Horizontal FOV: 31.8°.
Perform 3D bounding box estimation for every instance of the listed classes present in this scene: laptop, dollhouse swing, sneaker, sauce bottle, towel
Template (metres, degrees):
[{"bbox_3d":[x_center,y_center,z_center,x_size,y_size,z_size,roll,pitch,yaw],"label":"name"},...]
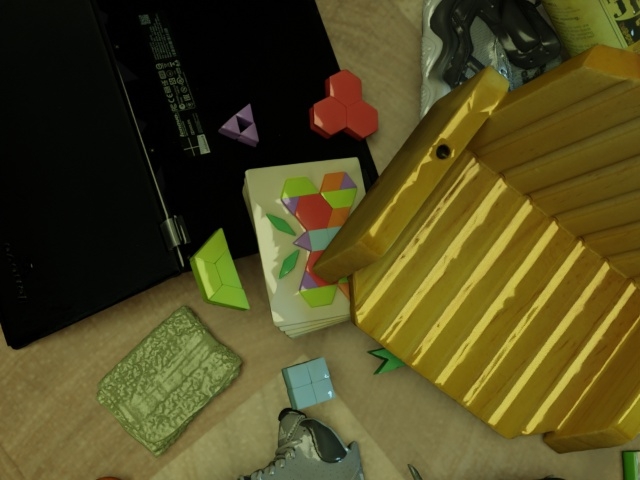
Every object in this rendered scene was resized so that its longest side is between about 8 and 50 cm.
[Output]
[{"bbox_3d":[-0.198,-0.129,1.291,0.408,0.236,0.382,-16,82,-26],"label":"laptop"},{"bbox_3d":[0.235,0.033,1.049,0.347,0.305,0.315,38,87,-12],"label":"dollhouse swing"},{"bbox_3d":[-0.059,0.245,1.190,0.228,0.086,0.132,3,71,-23],"label":"sneaker"},{"bbox_3d":[0.270,-0.267,1.130,0.111,0.111,0.344,-40,123,-1],"label":"sauce bottle"},{"bbox_3d":[0.185,-0.162,1.221,0.153,0.101,0.269,1,81,7],"label":"sneaker"},{"bbox_3d":[-0.169,0.155,1.249,0.110,0.027,0.148,44,89,9],"label":"towel"}]

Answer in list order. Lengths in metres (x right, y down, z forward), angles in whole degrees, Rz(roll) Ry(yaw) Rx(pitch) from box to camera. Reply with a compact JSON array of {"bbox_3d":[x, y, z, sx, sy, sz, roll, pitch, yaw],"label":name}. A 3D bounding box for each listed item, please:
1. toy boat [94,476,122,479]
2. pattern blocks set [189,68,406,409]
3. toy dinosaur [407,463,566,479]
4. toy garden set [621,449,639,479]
[{"bbox_3d":[-0.238,0.323,1.193,0.231,0.151,0.151,10,55,5],"label":"toy boat"},{"bbox_3d":[0.000,0.000,1.190,0.285,0.026,0.325,-25,90,-25],"label":"pattern blocks set"},{"bbox_3d":[0.242,0.287,1.134,0.313,0.160,0.121,36,87,7],"label":"toy dinosaur"},{"bbox_3d":[0.446,0.226,1.182,0.244,0.049,0.204,-3,83,4],"label":"toy garden set"}]
